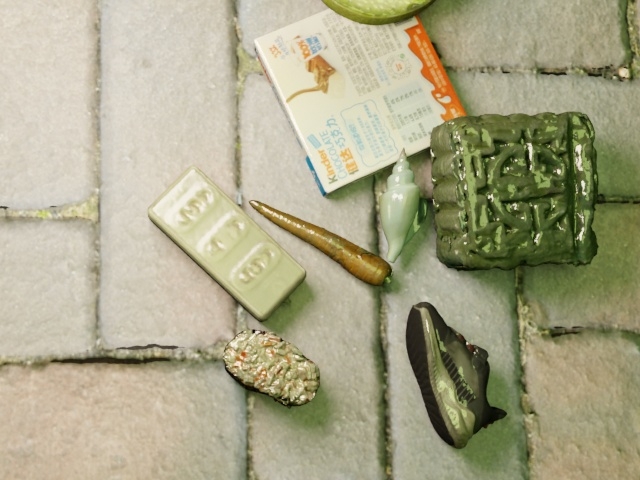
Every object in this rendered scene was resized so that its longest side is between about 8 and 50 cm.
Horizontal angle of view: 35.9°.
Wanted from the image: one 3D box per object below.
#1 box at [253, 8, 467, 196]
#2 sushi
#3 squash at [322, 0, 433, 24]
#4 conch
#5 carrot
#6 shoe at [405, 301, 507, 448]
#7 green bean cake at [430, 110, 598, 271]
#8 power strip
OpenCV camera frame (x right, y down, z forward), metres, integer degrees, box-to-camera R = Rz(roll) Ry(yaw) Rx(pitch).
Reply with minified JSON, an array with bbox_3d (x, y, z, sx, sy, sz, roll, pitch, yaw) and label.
[{"bbox_3d":[0.065,-0.243,1.570,0.264,0.048,0.274,-24,86,-11],"label":"box"},{"bbox_3d":[-0.073,0.190,1.471,0.150,0.078,0.091,29,79,-1],"label":"sushi"},{"bbox_3d":[0.093,-0.467,1.545,0.251,0.049,0.252,0,88,-9],"label":"squash"},{"bbox_3d":[0.126,-0.055,1.540,0.065,0.088,0.180,6,93,23],"label":"conch"},{"bbox_3d":[0.000,0.000,1.529,0.254,0.049,0.049,29,79,2],"label":"carrot"},{"bbox_3d":[0.206,0.197,1.502,0.112,0.099,0.228,-14,87,-16],"label":"shoe"},{"bbox_3d":[0.303,-0.075,1.518,0.254,0.132,0.241,-2,88,-12],"label":"green bean cake"},{"bbox_3d":[-0.137,0.009,1.496,0.256,0.070,0.105,43,79,0],"label":"power strip"}]
